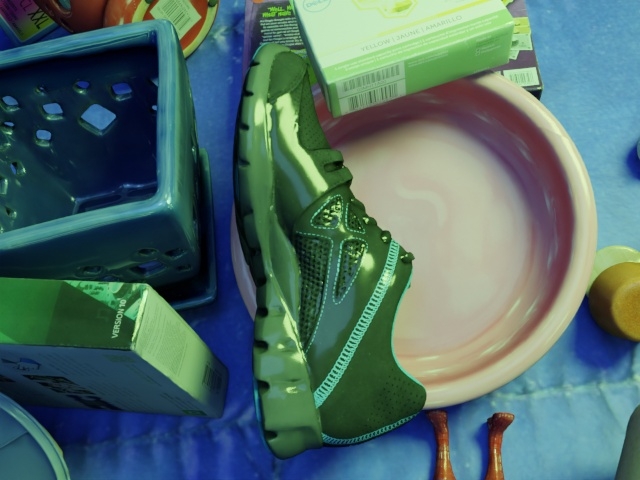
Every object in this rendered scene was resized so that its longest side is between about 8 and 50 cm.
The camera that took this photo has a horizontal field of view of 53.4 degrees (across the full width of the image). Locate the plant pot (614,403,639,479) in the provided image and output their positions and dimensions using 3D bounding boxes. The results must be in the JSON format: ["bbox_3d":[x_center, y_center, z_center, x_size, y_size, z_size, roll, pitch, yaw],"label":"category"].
[{"bbox_3d":[0.294,0.266,0.384,0.334,0.333,0.305,14,56,14],"label":"plant pot"}]

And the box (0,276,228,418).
[{"bbox_3d":[-0.266,0.097,0.561,0.322,0.232,0.058,1,63,8],"label":"box"}]

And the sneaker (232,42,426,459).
[{"bbox_3d":[0.000,0.000,0.540,0.140,0.125,0.340,-6,84,-8],"label":"sneaker"}]

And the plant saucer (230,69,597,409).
[{"bbox_3d":[0.083,-0.009,0.614,0.332,0.084,0.331,-2,80,11],"label":"plant saucer"}]

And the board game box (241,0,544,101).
[{"bbox_3d":[0.078,-0.240,0.784,0.347,0.056,0.208,-3,68,6],"label":"board game box"}]

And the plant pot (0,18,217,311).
[{"bbox_3d":[-0.222,-0.042,0.627,0.236,0.212,0.235,-11,57,2],"label":"plant pot"}]

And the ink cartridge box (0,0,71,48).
[{"bbox_3d":[-0.352,-0.495,0.903,0.395,0.151,0.270,-38,67,-9],"label":"ink cartridge box"}]

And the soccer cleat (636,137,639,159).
[{"bbox_3d":[0.428,-0.077,0.647,0.196,0.068,0.076,27,68,22],"label":"soccer cleat"}]

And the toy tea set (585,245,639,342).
[{"bbox_3d":[0.422,0.041,0.585,0.336,0.124,0.199,14,97,11],"label":"toy tea set"}]

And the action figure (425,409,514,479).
[{"bbox_3d":[0.119,0.269,0.485,0.092,0.139,0.280,0,67,9],"label":"action figure"}]

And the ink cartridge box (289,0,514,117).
[{"bbox_3d":[0.057,-0.238,0.613,0.171,0.056,0.235,-18,59,0],"label":"ink cartridge box"}]

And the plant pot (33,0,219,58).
[{"bbox_3d":[-0.237,-0.313,0.784,0.191,0.191,0.174,-43,73,-13],"label":"plant pot"}]

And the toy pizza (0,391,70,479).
[{"bbox_3d":[-0.313,0.198,0.571,0.202,0.201,0.032,3,22,9],"label":"toy pizza"}]
